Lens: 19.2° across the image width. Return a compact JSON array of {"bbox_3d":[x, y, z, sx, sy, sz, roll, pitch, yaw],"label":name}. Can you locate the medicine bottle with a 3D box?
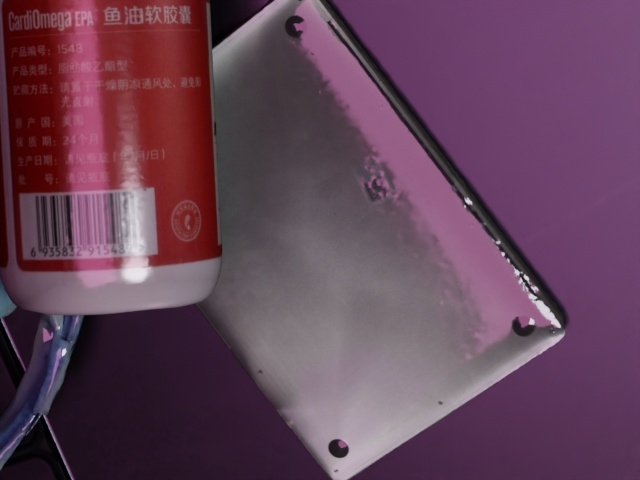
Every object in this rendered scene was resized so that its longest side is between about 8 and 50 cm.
[{"bbox_3d":[-0.126,-0.086,1.092,0.131,0.131,0.250,-1,94,13],"label":"medicine bottle"}]

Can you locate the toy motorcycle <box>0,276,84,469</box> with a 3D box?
[{"bbox_3d":[-0.263,0.064,1.175,0.206,0.154,0.260,21,106,-18],"label":"toy motorcycle"}]

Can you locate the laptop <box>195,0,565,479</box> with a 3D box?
[{"bbox_3d":[0.000,0.000,1.155,0.188,0.015,0.269,-36,94,20],"label":"laptop"}]
